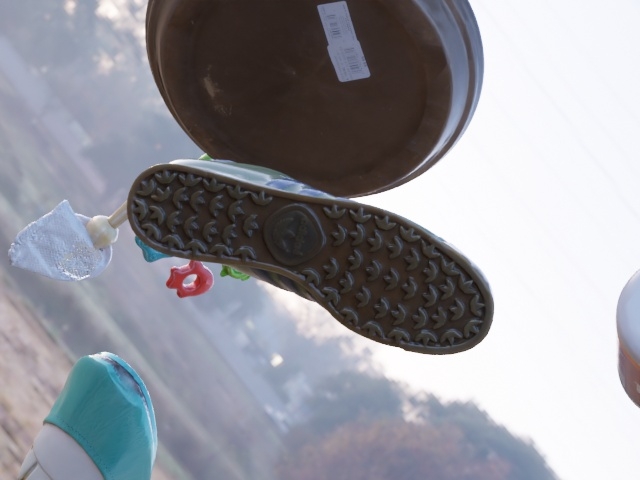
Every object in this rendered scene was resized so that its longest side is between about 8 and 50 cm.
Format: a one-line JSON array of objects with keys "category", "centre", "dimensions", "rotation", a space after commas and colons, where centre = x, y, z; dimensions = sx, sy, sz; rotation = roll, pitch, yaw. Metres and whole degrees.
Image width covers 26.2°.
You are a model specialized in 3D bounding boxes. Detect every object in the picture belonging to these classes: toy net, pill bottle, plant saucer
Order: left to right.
[{"category": "toy net", "centre": [-0.159, -0.003, 1.199], "dimensions": [0.045, 0.232, 0.122], "rotation": [-129, -145, -50]}, {"category": "plant saucer", "centre": [-0.010, -0.137, 1.093], "dimensions": [0.278, 0.278, 0.041], "rotation": [56, 31, -28]}, {"category": "pill bottle", "centre": [0.241, 0.073, 0.919], "dimensions": [0.086, 0.086, 0.152], "rotation": [48, -5, 25]}]

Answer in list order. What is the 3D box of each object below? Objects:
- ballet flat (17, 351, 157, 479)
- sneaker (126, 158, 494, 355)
[{"category": "ballet flat", "centre": [-0.167, 0.167, 0.958], "dimensions": [0.083, 0.087, 0.247], "rotation": [42, -30, 15]}, {"category": "sneaker", "centre": [0.000, 0.000, 0.719], "dimensions": [0.192, 0.064, 0.086], "rotation": [19, 10, 3]}]
